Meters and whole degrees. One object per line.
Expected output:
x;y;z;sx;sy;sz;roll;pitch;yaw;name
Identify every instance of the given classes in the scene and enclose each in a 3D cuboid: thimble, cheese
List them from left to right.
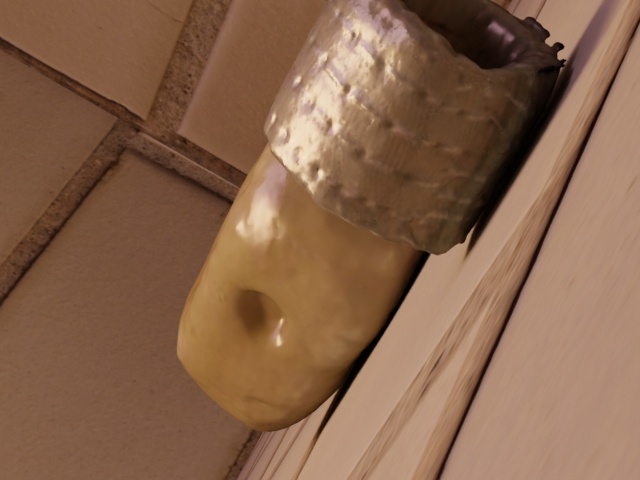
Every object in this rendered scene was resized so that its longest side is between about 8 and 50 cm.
0.000;0.000;1.082;0.235;0.117;0.218;-63;2;-13;cheese
0.039;-0.059;0.739;0.090;0.102;0.115;-60;29;21;thimble
